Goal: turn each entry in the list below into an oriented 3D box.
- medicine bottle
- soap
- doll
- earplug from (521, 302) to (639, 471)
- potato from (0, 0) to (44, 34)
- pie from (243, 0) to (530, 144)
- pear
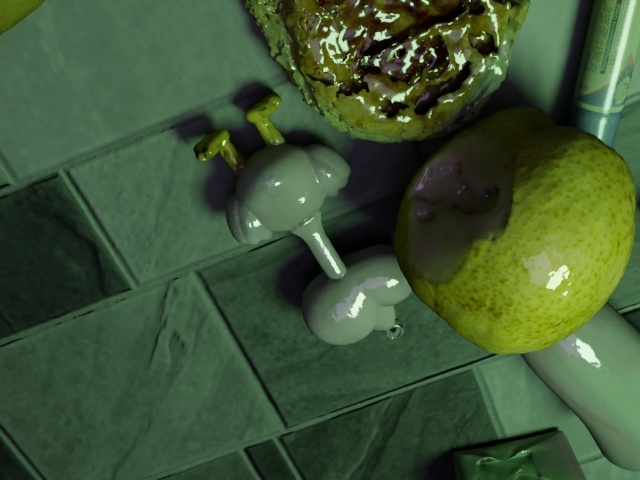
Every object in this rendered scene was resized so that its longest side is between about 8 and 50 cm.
[{"bbox_3d":[0.322,-0.201,0.944,0.059,0.059,0.231,-1,121,-6],"label":"medicine bottle"},{"bbox_3d":[0.305,0.414,1.275,0.182,0.138,0.200,-11,122,2],"label":"soap"},{"bbox_3d":[0.000,0.001,1.013,0.160,0.094,0.365,-34,120,6],"label":"doll"},{"bbox_3d":[0.356,0.150,1.119,0.172,0.172,0.301,-41,110,18],"label":"earplug"},{"bbox_3d":[-0.402,-0.325,0.724,0.296,0.397,0.290,-38,165,-23],"label":"potato"},{"bbox_3d":[0.081,-0.224,0.888,0.308,0.085,0.308,-3,122,-5],"label":"pie"},{"bbox_3d":[0.216,-0.014,0.935,0.271,0.271,0.271,-3,122,-5],"label":"pear"}]
